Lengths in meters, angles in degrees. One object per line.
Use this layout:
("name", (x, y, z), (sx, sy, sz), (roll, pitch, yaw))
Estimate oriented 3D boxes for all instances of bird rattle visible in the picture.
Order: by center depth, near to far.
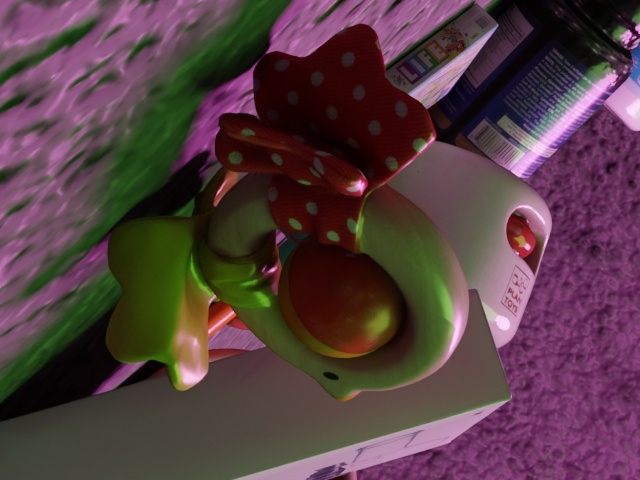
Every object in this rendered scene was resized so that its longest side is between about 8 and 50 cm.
("bird rattle", (0.000, 0.000, 0.877), (0.253, 0.207, 0.143), (-38, -163, 39))

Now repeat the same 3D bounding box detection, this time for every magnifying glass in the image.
("magnifying glass", (-0.063, 0.042, 1.423), (0.231, 0.026, 0.092), (-41, 173, -34))

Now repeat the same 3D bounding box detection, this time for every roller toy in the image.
("roller toy", (0.095, 0.010, 1.295), (0.209, 0.191, 0.146), (147, -34, -72))

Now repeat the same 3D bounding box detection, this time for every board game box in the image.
("board game box", (0.068, -0.119, 1.193), (0.154, 0.026, 0.103), (-39, 172, -34))

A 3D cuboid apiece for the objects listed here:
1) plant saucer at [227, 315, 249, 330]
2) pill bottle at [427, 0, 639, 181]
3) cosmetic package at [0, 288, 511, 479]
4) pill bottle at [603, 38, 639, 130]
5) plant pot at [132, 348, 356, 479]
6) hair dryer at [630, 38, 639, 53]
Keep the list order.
("plant saucer", (0.035, 0.004, 1.649), (0.259, 0.048, 0.258), (-45, 173, 16))
("pill bottle", (0.199, -0.154, 1.328), (0.219, 0.123, 0.123), (-46, 173, 20))
("cosmetic package", (-0.063, 0.155, 1.176), (0.377, 0.097, 0.284), (-15, 166, -7))
("pill bottle", (0.462, -0.282, 1.961), (0.264, 0.146, 0.146), (-45, 173, 9))
("plant pot", (-0.127, 0.243, 1.487), (0.263, 0.263, 0.229), (-41, -170, -23))
("hair dryer", (0.310, -0.229, 1.750), (0.293, 0.080, 0.223), (-43, 167, -33))
